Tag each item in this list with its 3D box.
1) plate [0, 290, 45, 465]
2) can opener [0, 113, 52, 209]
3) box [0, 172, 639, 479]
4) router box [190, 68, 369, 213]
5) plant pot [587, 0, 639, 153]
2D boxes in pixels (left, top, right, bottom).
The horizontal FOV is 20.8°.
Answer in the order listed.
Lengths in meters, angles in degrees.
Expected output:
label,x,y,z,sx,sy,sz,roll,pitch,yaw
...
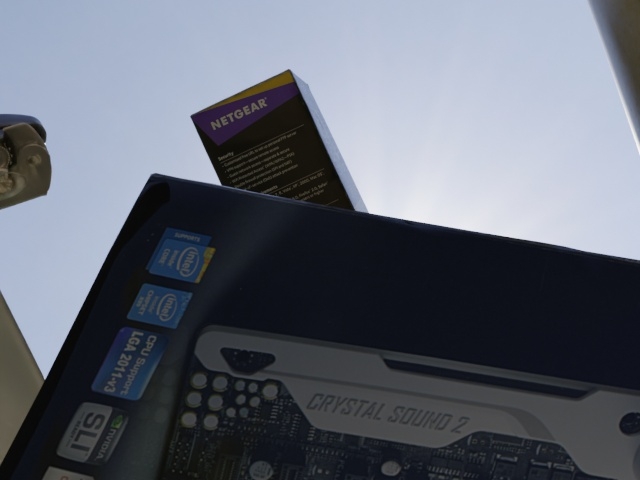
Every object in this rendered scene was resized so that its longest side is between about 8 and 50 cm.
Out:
label,x,y,z,sx,sy,sz,roll,pitch,yaw
plate,-0.241,0.033,0.526,0.278,0.045,0.277,-29,-42,-14
can opener,-0.381,-0.044,1.580,0.283,0.095,0.076,-18,-61,-8
box,0.019,0.144,0.337,0.307,0.242,0.076,-64,-28,-29
router box,0.000,0.000,1.333,0.081,0.243,0.309,-24,1,3
plant pot,0.314,-0.139,1.132,0.333,0.305,0.334,-22,-16,-7
